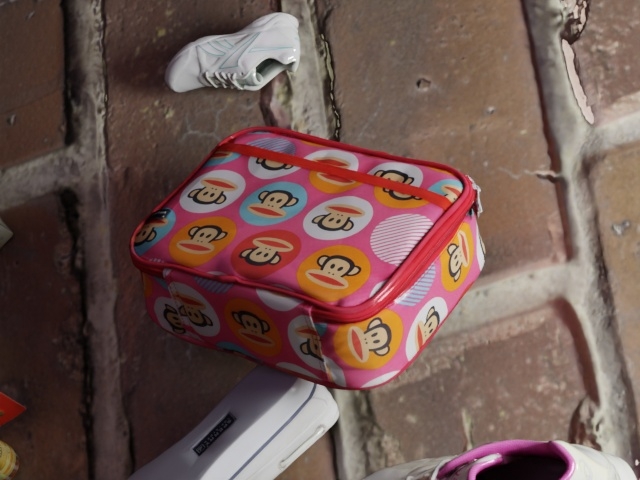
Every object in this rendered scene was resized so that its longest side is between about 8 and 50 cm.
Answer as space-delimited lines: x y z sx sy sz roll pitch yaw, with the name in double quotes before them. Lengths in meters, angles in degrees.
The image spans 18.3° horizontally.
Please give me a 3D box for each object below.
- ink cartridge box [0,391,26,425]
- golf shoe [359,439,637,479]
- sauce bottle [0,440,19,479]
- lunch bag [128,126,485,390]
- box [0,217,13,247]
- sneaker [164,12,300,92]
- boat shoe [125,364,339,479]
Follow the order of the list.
"ink cartridge box" -0.419 0.211 1.918 0.232 0.189 0.066 -29 57 11
"golf shoe" 0.108 0.220 1.679 0.306 0.140 0.115 -15 62 22
"sauce bottle" -0.339 0.199 1.921 0.042 0.128 0.042 -10 64 21
"lunch bag" 0.000 0.000 1.828 0.293 0.120 0.258 14 45 33
"box" -0.467 0.006 2.080 0.232 0.127 0.148 -44 55 1
"sneaker" -0.090 -0.179 2.024 0.152 0.054 0.061 -20 62 16
"boat shoe" -0.095 0.220 1.814 0.267 0.088 0.096 -45 31 -6
